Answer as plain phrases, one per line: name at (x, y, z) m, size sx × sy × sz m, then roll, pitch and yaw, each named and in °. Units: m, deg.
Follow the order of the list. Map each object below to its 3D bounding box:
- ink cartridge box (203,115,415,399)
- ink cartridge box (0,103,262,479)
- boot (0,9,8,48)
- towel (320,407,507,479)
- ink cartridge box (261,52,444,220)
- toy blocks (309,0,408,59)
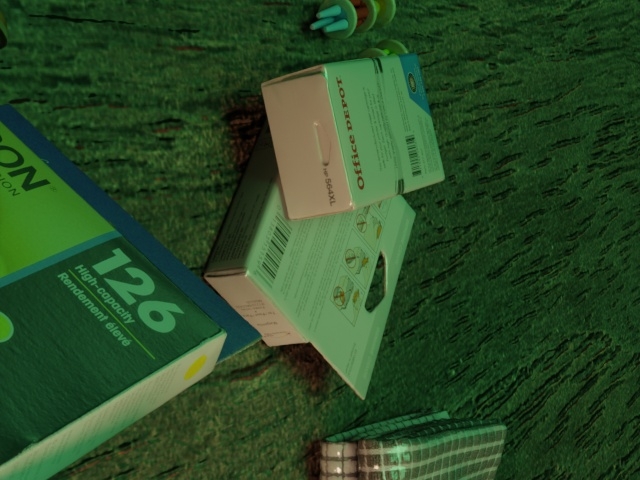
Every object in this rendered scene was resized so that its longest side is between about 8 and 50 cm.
ink cartridge box at (0.000, 0.000, 1.324) m, size 0.239 × 0.060 × 0.275 m, roll 52°, pitch 43°, yaw -38°
ink cartridge box at (-0.220, 0.006, 0.839) m, size 0.303 × 0.072 × 0.307 m, roll 41°, pitch 36°, yaw 13°
boot at (-0.296, -0.254, 0.932) m, size 0.197 × 0.073 × 0.152 m, roll 47°, pitch 43°, yaw -44°
towel at (0.117, 0.321, 1.372) m, size 0.283 × 0.121 × 0.235 m, roll 0°, pitch 84°, yaw -56°
ink cartridge box at (0.038, -0.113, 1.276) m, size 0.203 × 0.086 × 0.148 m, roll -18°, pitch 97°, yaw -55°
toy blocks at (0.044, -0.236, 1.443) m, size 0.148 × 0.054 × 0.123 m, roll -31°, pitch 108°, yaw -54°
